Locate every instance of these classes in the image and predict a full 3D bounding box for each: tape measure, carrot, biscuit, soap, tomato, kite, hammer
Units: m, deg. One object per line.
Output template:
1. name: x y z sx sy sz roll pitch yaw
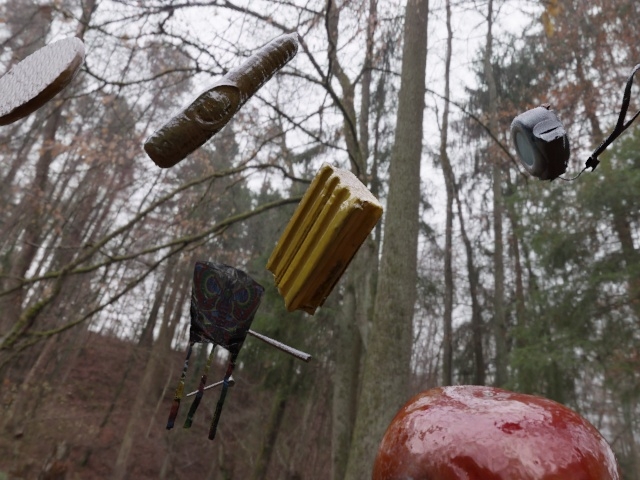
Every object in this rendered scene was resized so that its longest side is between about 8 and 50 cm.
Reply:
1. tape measure: 0.360 -0.165 0.642 0.179 0.107 0.104 -34 -52 20
2. carrot: -0.143 -0.240 0.750 0.070 0.342 0.070 38 -18 15
3. biscuit: -0.589 -0.326 0.953 0.261 0.262 0.037 -6 -37 23
4. soap: 0.000 0.001 1.096 0.096 0.204 0.325 17 -64 -33
5. tomato: 0.235 0.280 0.637 0.337 0.144 0.338 3 -10 1
6. kite: -0.177 0.181 0.777 0.015 0.286 0.152 -6 -25 45
7. hammer: -0.147 0.296 1.359 0.297 0.027 0.125 18 -31 31
8. hammer: -0.256 0.342 1.078 0.110 0.035 0.019 -19 -68 -17
